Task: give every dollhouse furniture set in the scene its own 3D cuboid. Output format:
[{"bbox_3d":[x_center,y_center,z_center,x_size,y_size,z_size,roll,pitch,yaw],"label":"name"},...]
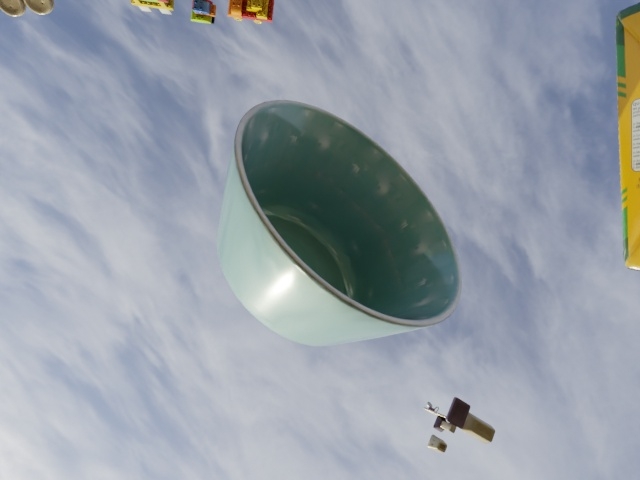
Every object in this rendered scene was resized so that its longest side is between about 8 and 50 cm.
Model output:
[{"bbox_3d":[0.229,0.327,0.778,0.114,0.081,0.091,34,-107,-17],"label":"dollhouse furniture set"}]

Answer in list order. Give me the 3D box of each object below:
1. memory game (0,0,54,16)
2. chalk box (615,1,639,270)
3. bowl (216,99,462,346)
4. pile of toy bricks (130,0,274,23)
[{"bbox_3d":[-0.364,-0.348,0.502,0.185,0.012,0.186,6,-51,7],"label":"memory game"},{"bbox_3d":[0.366,-0.077,0.277,0.288,0.180,0.179,-7,-85,-20],"label":"chalk box"},{"bbox_3d":[0.000,0.000,0.546,0.311,0.312,0.163,42,-55,-6],"label":"bowl"},{"bbox_3d":[-0.173,-0.386,0.652,0.211,0.105,0.118,5,-85,-3],"label":"pile of toy bricks"}]
